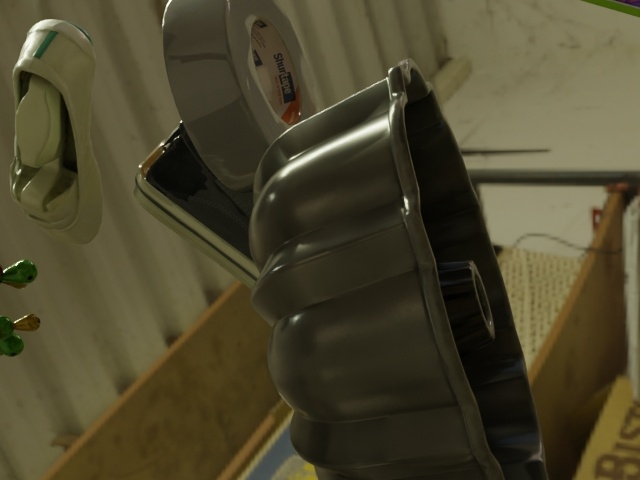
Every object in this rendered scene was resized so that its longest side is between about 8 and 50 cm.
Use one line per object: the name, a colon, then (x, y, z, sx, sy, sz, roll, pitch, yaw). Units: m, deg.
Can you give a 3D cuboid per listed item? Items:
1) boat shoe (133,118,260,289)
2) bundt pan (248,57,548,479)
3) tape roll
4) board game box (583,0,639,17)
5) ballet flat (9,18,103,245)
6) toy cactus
boat shoe: (0.000, 0.000, 1.289, 0.156, 0.500, 0.187, -60, -13, 17)
bundt pan: (0.050, 0.055, 0.701, 0.331, 0.124, 0.330, -17, -90, -75)
tape roll: (-0.075, -0.163, 1.086, 0.219, 0.072, 0.219, -16, -90, -70)
board game box: (0.109, -0.257, 0.531, 0.078, 0.233, 0.347, -47, -59, 0)
ballet flat: (-0.388, -0.120, 1.499, 0.139, 0.139, 0.400, -51, -20, -45)
toy cactus: (-0.433, 0.083, 1.256, 0.180, 0.219, 0.112, 43, -149, -2)
